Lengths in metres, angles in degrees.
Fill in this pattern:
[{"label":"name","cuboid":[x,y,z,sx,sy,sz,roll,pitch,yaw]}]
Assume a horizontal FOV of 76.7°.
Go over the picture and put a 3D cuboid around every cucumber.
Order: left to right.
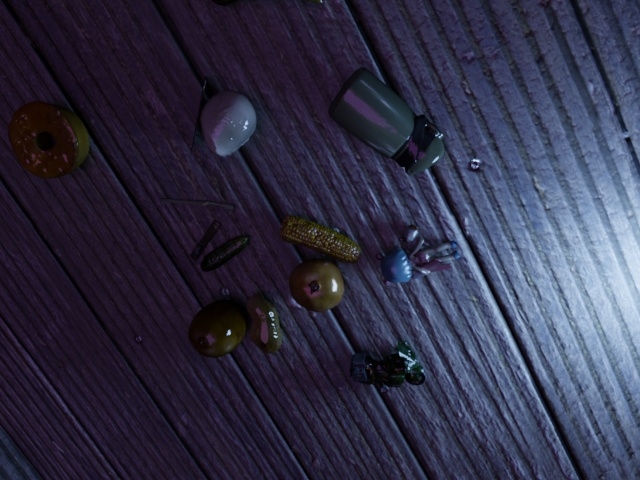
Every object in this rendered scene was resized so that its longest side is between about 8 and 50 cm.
[{"label":"cucumber","cuboid":[-0.348,0.044,1.472,0.227,0.069,0.069,-32,98,17]}]

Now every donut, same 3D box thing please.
[{"label":"donut","cuboid":[-0.963,-0.362,1.458,0.277,0.108,0.278,4,108,11]}]

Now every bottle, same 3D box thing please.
[{"label":"bottle","cuboid":[0.200,-0.329,1.169,0.346,0.168,0.169,37,112,-5]}]

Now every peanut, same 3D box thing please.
[{"label":"peanut","cuboid":[-0.213,0.309,1.501,0.120,0.110,0.237,-11,103,25]}]

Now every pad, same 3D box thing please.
[{"label":"pad","cuboid":[-0.391,-0.401,1.294,0.003,0.158,0.235,11,112,-21]}]

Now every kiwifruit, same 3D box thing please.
[{"label":"kiwifruit","cuboid":[-0.372,0.323,1.477,0.195,0.234,0.196,2,105,9]}]

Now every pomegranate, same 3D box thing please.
[{"label":"pomegranate","cuboid":[-0.013,0.152,1.363,0.191,0.191,0.192,4,109,12]}]

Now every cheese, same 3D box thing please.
[{"label":"cheese","cuboid":[-0.291,-0.372,1.260,0.189,0.198,0.154,-38,131,7]}]

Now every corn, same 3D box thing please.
[{"label":"corn","cuboid":[0.000,0.000,1.355,0.291,0.101,0.101,23,112,6]}]

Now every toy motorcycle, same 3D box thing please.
[{"label":"toy motorcycle","cuboid":[0.232,0.445,1.436,0.274,0.125,0.187,-5,116,15]}]

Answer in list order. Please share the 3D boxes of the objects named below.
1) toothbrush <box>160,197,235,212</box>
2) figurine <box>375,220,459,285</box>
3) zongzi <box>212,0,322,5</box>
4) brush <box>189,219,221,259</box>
[{"label":"toothbrush","cuboid":[-0.445,-0.134,1.456,0.293,0.026,0.028,10,125,10]},{"label":"figurine","cuboid":[0.309,0.045,1.295,0.259,0.103,0.206,-15,106,7]},{"label":"zongzi","cuboid":[-0.169,-0.723,1.151,0.285,0.134,0.288,-32,106,27]},{"label":"brush","cuboid":[-0.431,0.004,1.496,0.034,0.027,0.190,39,111,-3]}]
